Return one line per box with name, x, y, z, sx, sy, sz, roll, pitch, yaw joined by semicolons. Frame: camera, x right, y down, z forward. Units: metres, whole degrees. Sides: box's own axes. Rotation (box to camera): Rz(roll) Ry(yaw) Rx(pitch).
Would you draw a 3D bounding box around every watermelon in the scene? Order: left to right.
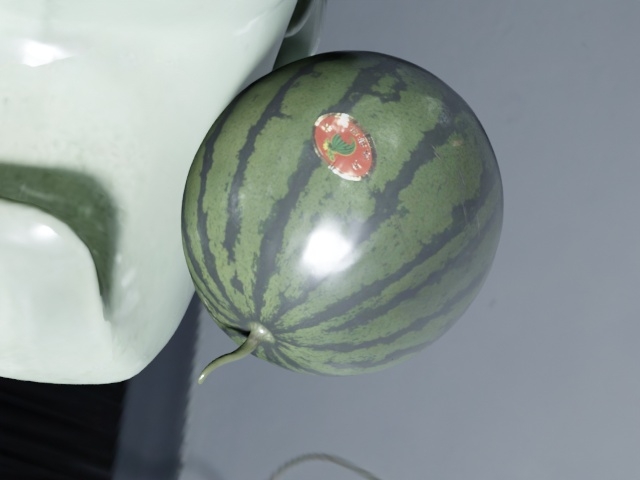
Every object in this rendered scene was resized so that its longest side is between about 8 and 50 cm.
watermelon;0.000;0.000;0.467;0.105;0.105;0.133;12;53;40

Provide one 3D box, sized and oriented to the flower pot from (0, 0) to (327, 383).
flower pot;-0.073;-0.137;0.558;0.165;0.254;0.367;8;31;4
